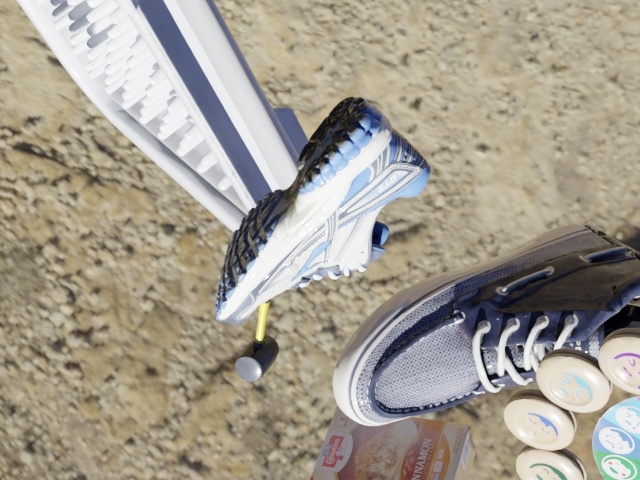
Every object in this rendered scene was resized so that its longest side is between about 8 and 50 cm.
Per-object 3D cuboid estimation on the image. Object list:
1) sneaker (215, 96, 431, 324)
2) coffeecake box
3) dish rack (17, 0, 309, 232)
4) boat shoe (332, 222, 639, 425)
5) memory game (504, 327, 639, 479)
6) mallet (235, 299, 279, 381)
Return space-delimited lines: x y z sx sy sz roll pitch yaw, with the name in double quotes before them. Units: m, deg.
"sneaker" 0.000 0.000 0.571 0.058 0.052 0.135 31 124 -18
"coffeecake box" 0.091 0.301 1.602 0.068 0.185 0.142 71 32 -45
"dish rack" -0.126 -0.153 0.737 0.072 0.285 0.333 -42 140 -12
"boat shoe" 0.186 0.092 1.189 0.340 0.158 0.127 -29 117 -18
"memory game" 0.177 0.114 0.596 0.012 0.186 0.186 -54 133 -41
"mallet" -0.069 0.081 1.447 0.062 0.039 0.190 -56 158 -52
